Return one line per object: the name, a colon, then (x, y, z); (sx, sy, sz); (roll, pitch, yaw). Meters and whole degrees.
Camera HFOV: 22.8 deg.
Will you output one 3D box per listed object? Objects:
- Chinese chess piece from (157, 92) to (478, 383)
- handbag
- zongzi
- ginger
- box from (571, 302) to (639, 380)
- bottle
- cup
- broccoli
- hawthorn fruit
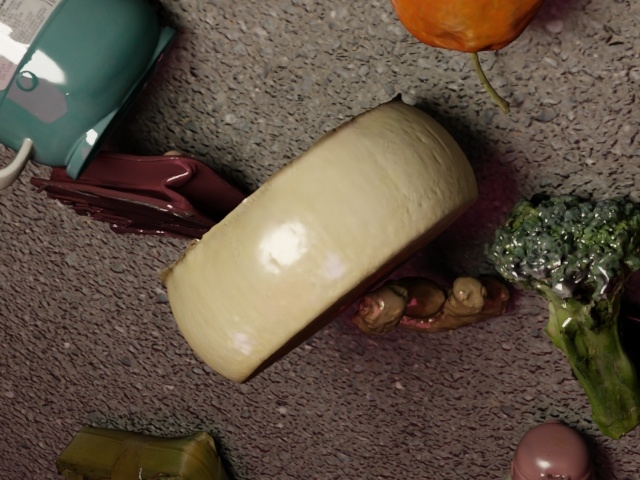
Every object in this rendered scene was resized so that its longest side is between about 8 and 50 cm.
Chinese chess piece: (0.000, 0.000, 1.600); (0.140, 0.338, 0.338); (52, 137, 3)
handbag: (-0.194, -0.052, 1.791); (0.216, 0.074, 0.203); (9, 169, 25)
zongzi: (-0.213, 0.386, 2.254); (0.260, 0.123, 0.289); (0, 134, 35)
ginger: (0.120, 0.064, 1.715); (0.149, 0.065, 0.258); (-14, 169, 17)
box: (0.345, 0.121, 1.755); (0.125, 0.027, 0.126); (15, 135, 12)
bottle: (0.277, 0.323, 1.918); (0.120, 0.120, 0.253); (13, 134, 18)
cup: (-0.323, -0.186, 1.635); (0.257, 0.290, 0.219); (34, 154, -4)
broccoli: (0.285, 0.088, 1.661); (0.165, 0.145, 0.304); (-2, 128, 30)
hawthorn fruit: (0.138, -0.218, 1.475); (0.165, 0.165, 0.285); (18, 153, 13)
